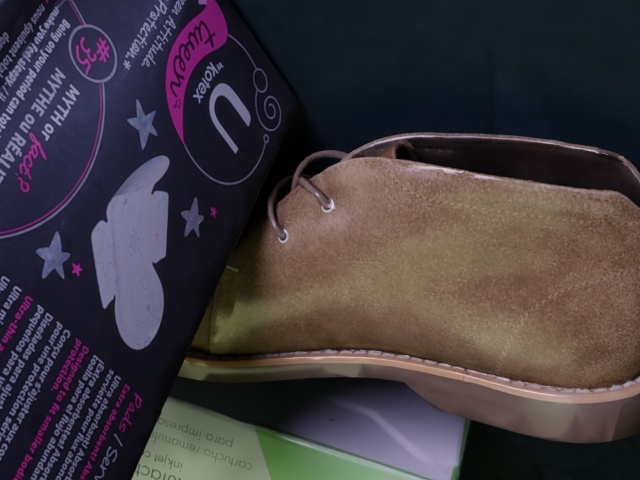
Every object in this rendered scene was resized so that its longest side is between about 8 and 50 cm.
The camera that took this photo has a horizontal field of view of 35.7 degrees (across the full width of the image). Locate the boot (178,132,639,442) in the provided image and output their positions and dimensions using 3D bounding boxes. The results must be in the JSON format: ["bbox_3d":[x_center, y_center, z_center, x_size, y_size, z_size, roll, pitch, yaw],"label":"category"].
[{"bbox_3d":[0.000,0.000,0.448,0.305,0.112,0.115,6,122,18],"label":"boot"}]

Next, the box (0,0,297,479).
[{"bbox_3d":[-0.141,0.001,0.368,0.163,0.247,0.142,-4,139,34],"label":"box"}]

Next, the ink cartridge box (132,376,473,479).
[{"bbox_3d":[-0.053,0.245,0.609,0.207,0.119,0.353,16,108,8],"label":"ink cartridge box"}]
